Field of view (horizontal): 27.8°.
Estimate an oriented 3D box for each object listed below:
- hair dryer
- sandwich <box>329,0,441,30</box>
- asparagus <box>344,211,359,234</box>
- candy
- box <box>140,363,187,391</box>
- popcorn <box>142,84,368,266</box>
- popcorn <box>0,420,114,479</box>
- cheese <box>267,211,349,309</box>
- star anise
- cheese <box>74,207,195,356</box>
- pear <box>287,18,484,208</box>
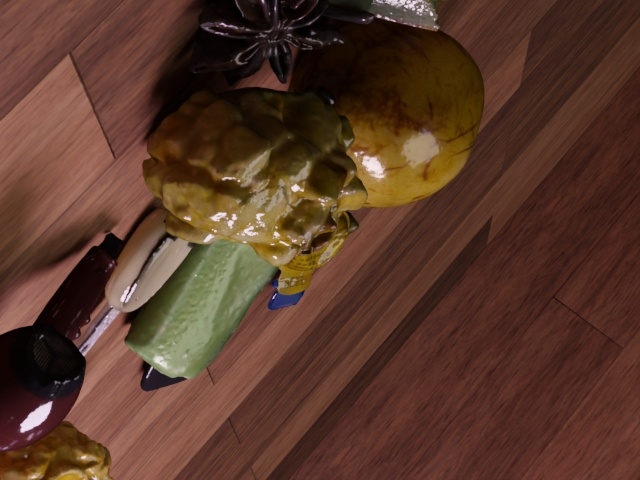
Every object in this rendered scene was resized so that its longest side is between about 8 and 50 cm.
[{"bbox_3d":[-0.339,0.122,1.560,0.312,0.123,0.340,-36,-161,43],"label":"hair dryer"},{"bbox_3d":[0.078,-0.337,1.572,0.220,0.186,0.108,-37,156,-42],"label":"sandwich"},{"bbox_3d":[0.000,0.000,2.337,0.178,0.045,0.041,-34,-171,-38],"label":"asparagus"},{"bbox_3d":[-0.152,0.039,1.872,0.142,0.132,0.343,33,94,-32],"label":"candy"},{"bbox_3d":[-0.209,0.157,2.097,0.201,0.042,0.212,-58,162,20],"label":"box"},{"bbox_3d":[-0.075,-0.087,1.567,0.286,0.252,0.215,-22,133,-55],"label":"popcorn"},{"bbox_3d":[-0.383,0.311,1.778,0.194,0.163,0.140,0,111,-32],"label":"popcorn"},{"bbox_3d":[-0.027,0.029,2.259,0.157,0.064,0.250,-9,137,-42],"label":"cheese"},{"bbox_3d":[-0.052,-0.259,1.501,0.209,0.089,0.231,-37,155,27],"label":"star anise"},{"bbox_3d":[-0.262,0.070,1.737,0.251,0.054,0.127,-52,165,1],"label":"cheese"},{"bbox_3d":[0.090,-0.180,1.797,0.280,0.281,0.280,-47,164,-19],"label":"pear"}]
